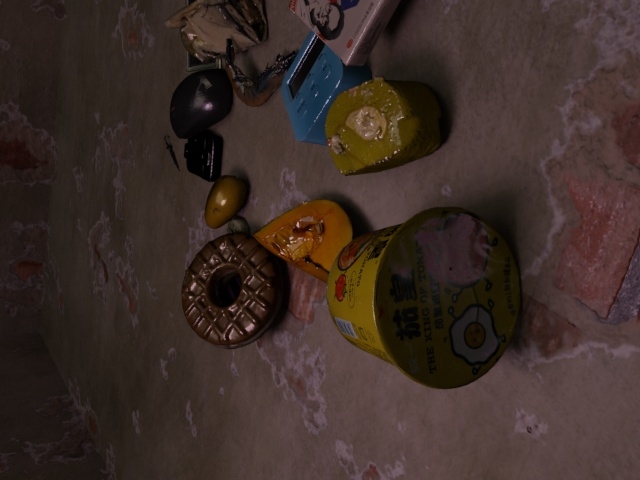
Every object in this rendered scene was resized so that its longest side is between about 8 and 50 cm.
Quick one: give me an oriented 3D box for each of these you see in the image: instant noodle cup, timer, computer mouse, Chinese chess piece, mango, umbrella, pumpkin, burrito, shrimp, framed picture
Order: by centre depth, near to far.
[{"bbox_3d":[0.175,0.103,1.352,0.254,0.326,0.325,-4,91,63],"label":"instant noodle cup"},{"bbox_3d":[-0.010,-0.383,1.702,0.232,0.091,0.250,-56,47,35],"label":"timer"},{"bbox_3d":[0.000,0.000,1.741,0.312,0.148,0.169,24,75,42],"label":"pumpkin"},{"bbox_3d":[-0.176,-0.481,1.904,0.198,0.051,0.262,54,138,-4],"label":"shrimp"},{"bbox_3d":[-0.294,-0.624,2.022,0.332,0.190,0.135,1,59,51],"label":"burrito"},{"bbox_3d":[-0.289,-0.110,2.093,0.195,0.098,0.137,-53,26,32],"label":"mango"},{"bbox_3d":[-0.245,-0.025,2.117,0.084,0.034,0.084,11,104,52],"label":"Chinese chess piece"},{"bbox_3d":[-0.383,-0.424,2.173,0.269,0.100,0.170,-20,68,45],"label":"computer mouse"},{"bbox_3d":[-0.374,-0.671,2.226,0.232,0.019,0.296,9,101,53],"label":"framed picture"},{"bbox_3d":[-0.377,-0.271,2.248,0.187,0.055,0.144,26,115,50],"label":"timer"},{"bbox_3d":[-0.518,-0.300,2.467,0.022,0.022,0.148,74,176,-71],"label":"umbrella"}]

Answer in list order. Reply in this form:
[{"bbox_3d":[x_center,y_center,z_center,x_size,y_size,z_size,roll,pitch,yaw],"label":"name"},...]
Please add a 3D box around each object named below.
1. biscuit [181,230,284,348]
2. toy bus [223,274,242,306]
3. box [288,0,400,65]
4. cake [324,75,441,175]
[{"bbox_3d":[-0.246,0.139,1.975,0.332,0.103,0.332,-8,72,26],"label":"biscuit"},{"bbox_3d":[-0.256,0.148,2.097,0.178,0.098,0.087,60,138,30],"label":"toy bus"},{"bbox_3d":[0.086,-0.561,1.434,0.214,0.069,0.353,50,131,23],"label":"box"},{"bbox_3d":[0.129,-0.243,1.490,0.260,0.156,0.179,-16,88,52],"label":"cake"}]
